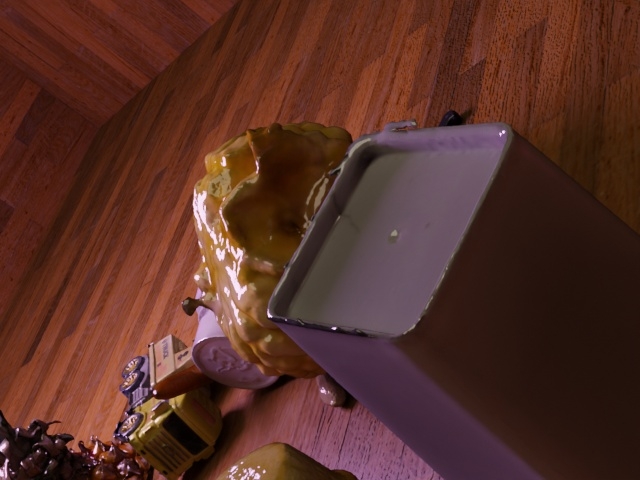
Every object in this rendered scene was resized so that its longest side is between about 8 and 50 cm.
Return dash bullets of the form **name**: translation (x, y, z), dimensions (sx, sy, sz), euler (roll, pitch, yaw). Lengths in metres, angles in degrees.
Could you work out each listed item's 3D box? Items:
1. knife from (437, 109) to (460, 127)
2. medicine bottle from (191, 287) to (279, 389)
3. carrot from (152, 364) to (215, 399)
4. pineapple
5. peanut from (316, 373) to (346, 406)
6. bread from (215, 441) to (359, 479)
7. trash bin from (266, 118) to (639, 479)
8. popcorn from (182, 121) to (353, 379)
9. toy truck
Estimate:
- **knife**: translation (0.157, -0.089, 1.569), dimensions (0.072, 0.019, 0.245), euler (5, 64, 59)
- **medicine bottle**: translation (-0.102, 0.070, 1.634), dimensions (0.170, 0.170, 0.293), euler (-32, 34, 41)
- **carrot**: translation (-0.179, 0.201, 1.612), dimensions (0.043, 0.043, 0.248), euler (-42, -12, 26)
- **pineapple**: translation (-0.452, 0.381, 1.741), dimensions (0.262, 0.271, 0.262), euler (-42, 25, 25)
- **peanut**: translation (0.013, 0.196, 1.414), dimensions (0.037, 0.037, 0.083), euler (-47, 28, 15)
- **bread**: translation (-0.066, 0.357, 1.195), dimensions (0.270, 0.148, 0.270), euler (-45, 20, 21)
- **trash bin**: translation (0.150, 0.104, 0.826), dimensions (0.255, 0.367, 0.296), euler (6, 62, 54)
- **popcorn**: translation (0.000, 0.000, 1.404), dimensions (0.381, 0.349, 0.349), euler (-13, 17, -15)
- **toy truck**: translation (-0.227, 0.248, 1.698), dimensions (0.157, 0.124, 0.272), euler (-39, 22, 8)
